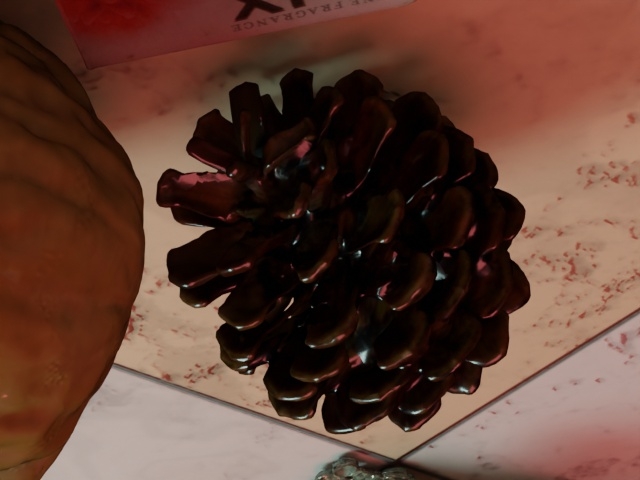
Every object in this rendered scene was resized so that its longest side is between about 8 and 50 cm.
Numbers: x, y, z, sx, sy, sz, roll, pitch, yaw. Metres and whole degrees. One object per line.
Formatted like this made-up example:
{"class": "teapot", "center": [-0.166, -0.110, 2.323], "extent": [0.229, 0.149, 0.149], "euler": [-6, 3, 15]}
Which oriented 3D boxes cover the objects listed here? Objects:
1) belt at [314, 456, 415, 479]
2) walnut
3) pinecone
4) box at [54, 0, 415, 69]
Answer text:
{"class": "belt", "center": [-0.008, 0.212, 1.262], "extent": [0.065, 0.100, 0.179], "euler": [13, 156, -25]}
{"class": "walnut", "center": [-0.204, 0.006, 0.808], "extent": [0.257, 0.257, 0.224], "euler": [0, 177, -7]}
{"class": "pinecone", "center": [0.003, -0.004, 0.870], "extent": [0.163, 0.163, 0.165], "euler": [-24, 139, 25]}
{"class": "box", "center": [-0.043, -0.133, 0.766], "extent": [0.156, 0.060, 0.111], "euler": [-10, 146, 9]}
